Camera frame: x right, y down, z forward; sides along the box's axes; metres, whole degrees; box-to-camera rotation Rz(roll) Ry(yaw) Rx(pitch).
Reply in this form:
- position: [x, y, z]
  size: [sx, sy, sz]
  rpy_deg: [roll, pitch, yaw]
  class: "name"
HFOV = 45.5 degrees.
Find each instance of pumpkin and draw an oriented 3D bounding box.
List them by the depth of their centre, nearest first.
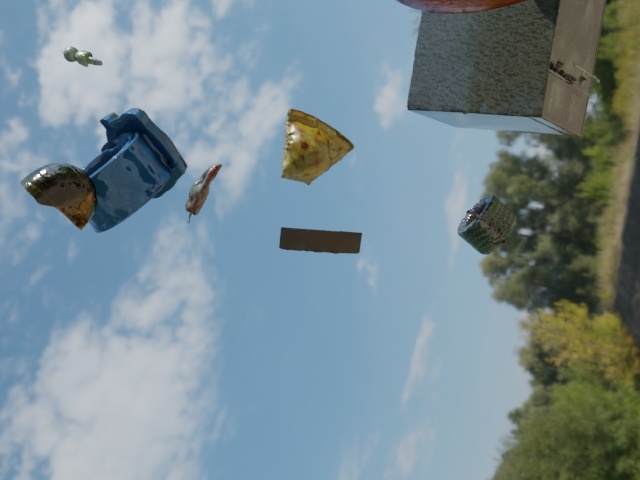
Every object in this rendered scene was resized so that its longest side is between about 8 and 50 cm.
- position: [-0.527, -0.103, 1.590]
  size: [0.107, 0.119, 0.183]
  rpy_deg: [-51, -15, -9]
  class: "pumpkin"

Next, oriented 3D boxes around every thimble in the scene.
- position: [0.381, -0.036, 1.742]
  size: [0.118, 0.090, 0.135]
  rpy_deg: [-53, 4, -15]
  class: "thimble"

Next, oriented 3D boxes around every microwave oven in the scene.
- position: [0.391, -0.457, 1.595]
  size: [0.236, 0.374, 0.432]
  rpy_deg: [6, -86, -51]
  class: "microwave oven"

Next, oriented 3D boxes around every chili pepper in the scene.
- position: [-0.270, -0.111, 1.720]
  size: [0.041, 0.050, 0.153]
  rpy_deg: [8, -65, -53]
  class: "chili pepper"

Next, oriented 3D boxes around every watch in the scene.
- position: [-0.511, -0.147, 1.861]
  size: [0.241, 0.305, 0.274]
  rpy_deg: [50, -140, -21]
  class: "watch"

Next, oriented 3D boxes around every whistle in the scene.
- position: [-0.522, -0.400, 1.668]
  size: [0.035, 0.100, 0.035]
  rpy_deg: [19, -90, -77]
  class: "whistle"

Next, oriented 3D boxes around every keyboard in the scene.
- position: [0.000, -0.001, 1.838]
  size: [0.015, 0.196, 0.074]
  rpy_deg: [-91, 6, -51]
  class: "keyboard"

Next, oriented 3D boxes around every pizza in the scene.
- position: [-0.004, -0.239, 2.001]
  size: [0.080, 0.204, 0.188]
  rpy_deg: [149, 134, -65]
  class: "pizza"

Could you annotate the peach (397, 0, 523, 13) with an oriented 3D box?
- position: [0.232, -0.452, 1.062]
  size: [0.306, 0.380, 0.242]
  rpy_deg: [-17, -86, -47]
  class: "peach"
